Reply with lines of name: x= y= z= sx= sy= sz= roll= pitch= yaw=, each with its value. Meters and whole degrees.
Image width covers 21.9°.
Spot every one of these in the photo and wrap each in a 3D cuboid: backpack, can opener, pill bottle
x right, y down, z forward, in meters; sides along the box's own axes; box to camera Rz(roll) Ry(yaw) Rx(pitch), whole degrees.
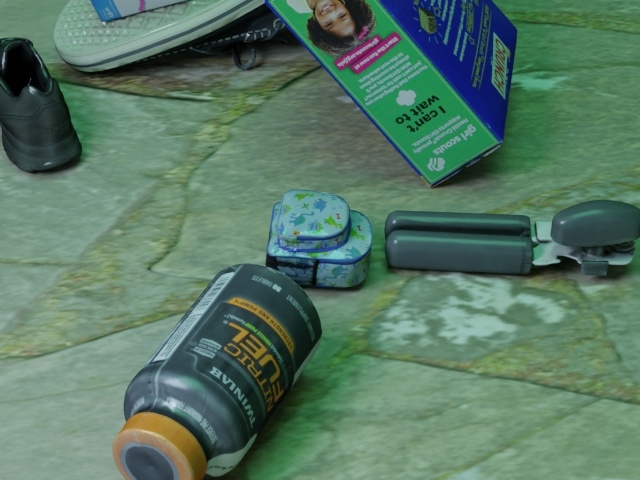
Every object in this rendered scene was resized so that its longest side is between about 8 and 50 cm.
backpack: x=0.000 y=0.000 z=1.817 sx=0.114 sy=0.084 sz=0.105 roll=7 pitch=41 yaw=1
can opener: x=0.215 y=-0.015 z=1.840 sx=0.283 sy=0.095 sz=0.076 roll=3 pitch=38 yaw=-1
pill bottle: x=-0.104 y=0.141 z=1.599 sx=0.130 sy=0.130 sz=0.245 roll=17 pitch=42 yaw=17

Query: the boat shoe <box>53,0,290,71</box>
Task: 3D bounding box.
boat shoe: x=-0.103 y=-0.320 z=2.163 sx=0.500 sy=0.156 sz=0.187 roll=-23 pitch=49 yaw=-7

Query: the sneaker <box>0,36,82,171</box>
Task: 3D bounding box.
sneaker: x=-0.385 y=-0.201 z=2.010 sx=0.109 sy=0.130 sz=0.286 roll=-30 pitch=48 yaw=-31

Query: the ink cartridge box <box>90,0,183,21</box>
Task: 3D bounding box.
ink cartridge box: x=-0.226 y=-0.333 z=2.071 sx=0.122 sy=0.052 sz=0.088 roll=-13 pitch=50 yaw=10

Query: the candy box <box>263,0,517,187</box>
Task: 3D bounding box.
candy box: x=0.094 y=-0.267 z=1.985 sx=0.122 sy=0.317 sz=0.268 roll=-32 pitch=25 yaw=29
